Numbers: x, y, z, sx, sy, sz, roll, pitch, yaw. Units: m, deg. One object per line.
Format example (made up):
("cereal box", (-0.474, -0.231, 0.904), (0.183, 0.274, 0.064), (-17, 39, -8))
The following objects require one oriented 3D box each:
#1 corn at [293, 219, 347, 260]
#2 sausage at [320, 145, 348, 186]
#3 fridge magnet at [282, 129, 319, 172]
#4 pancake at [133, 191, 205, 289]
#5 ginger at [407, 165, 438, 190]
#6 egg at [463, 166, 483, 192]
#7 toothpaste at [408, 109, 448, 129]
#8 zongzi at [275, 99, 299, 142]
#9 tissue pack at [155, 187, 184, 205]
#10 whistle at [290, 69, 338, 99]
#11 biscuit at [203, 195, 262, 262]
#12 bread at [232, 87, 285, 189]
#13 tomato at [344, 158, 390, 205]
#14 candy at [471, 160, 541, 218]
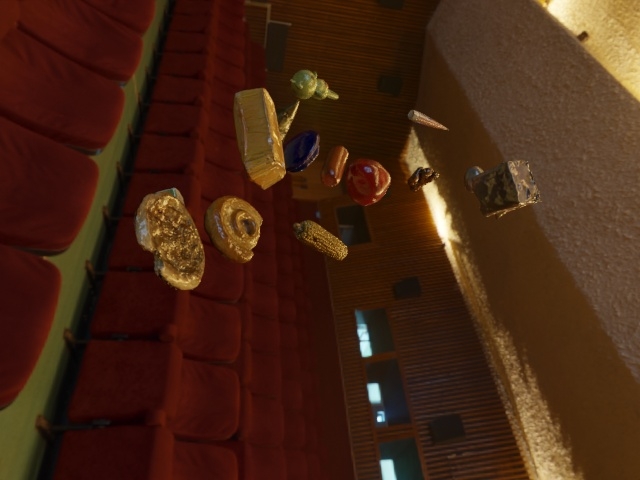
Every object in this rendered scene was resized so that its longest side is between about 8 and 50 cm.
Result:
("corn", (0.000, 0.000, 2.172), (0.119, 0.322, 0.119), (-33, -142, 31))
("sausage", (0.050, -0.268, 1.609), (0.076, 0.076, 0.198), (108, 0, -50))
("fridge magnet", (-0.109, -0.435, 2.231), (0.265, 0.112, 0.265), (-27, -140, 25))
("pancake", (-0.528, 0.005, 1.627), (0.382, 0.071, 0.382), (-22, 90, -77))
("ginger", (0.510, -0.324, 2.298), (0.162, 0.103, 0.073), (-30, -133, 21))
("egg", (0.781, -0.309, 2.299), (0.103, 0.103, 0.135), (143, -46, -74))
("toothpaste", (0.449, -0.495, 1.888), (0.067, 0.194, 0.043), (37, -69, 55))
("zongzi", (-0.229, -0.527, 1.960), (0.251, 0.125, 0.274), (39, -70, 30))
("tissue pack", (-0.645, -0.084, 1.921), (0.159, 0.145, 0.230), (126, -50, -79))
("whistle", (-0.023, -0.750, 2.187), (0.141, 0.294, 0.141), (18, -67, 52))
("biscuit", (-0.312, -0.056, 1.628), (0.091, 0.213, 0.274), (-32, -143, 34))
("bread", (-0.180, -0.304, 1.333), (0.152, 0.119, 0.288), (45, 32, -68))
("tomato", (0.180, -0.229, 1.704), (0.151, 0.187, 0.187), (-9, -104, 49))
("candy", (0.678, -0.185, 1.660), (0.195, 0.137, 0.185), (-23, -98, 56))
